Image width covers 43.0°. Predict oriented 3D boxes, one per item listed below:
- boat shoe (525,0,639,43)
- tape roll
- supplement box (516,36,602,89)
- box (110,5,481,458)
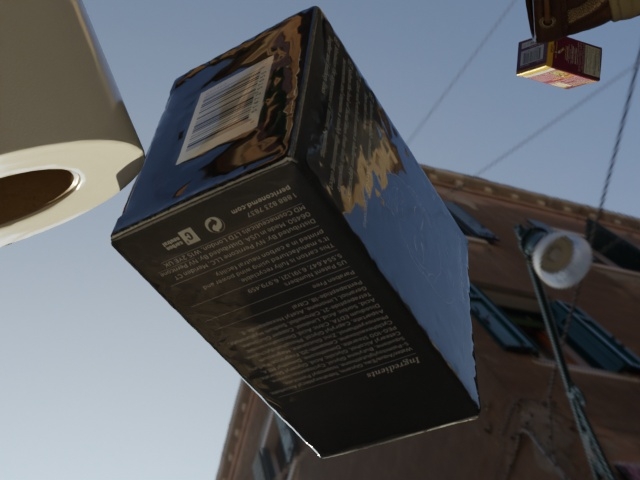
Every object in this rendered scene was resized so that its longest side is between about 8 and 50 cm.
[{"bbox_3d":[0.145,-0.289,0.601,0.123,0.123,0.342,-20,-45,22],"label":"boat shoe"},{"bbox_3d":[-0.286,-0.101,0.652,0.246,0.246,0.169,-23,-96,-3],"label":"tape roll"},{"bbox_3d":[0.280,-0.210,0.951,0.083,0.055,0.043,9,-96,-27],"label":"supplement box"},{"bbox_3d":[0.000,0.000,0.915,0.212,0.293,0.395,-22,-55,23],"label":"box"}]
